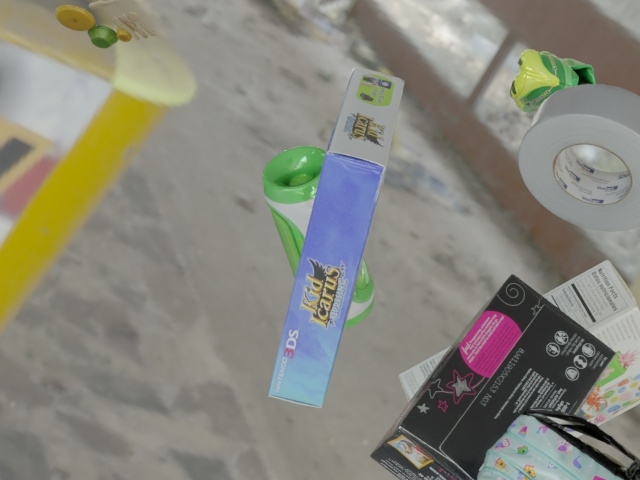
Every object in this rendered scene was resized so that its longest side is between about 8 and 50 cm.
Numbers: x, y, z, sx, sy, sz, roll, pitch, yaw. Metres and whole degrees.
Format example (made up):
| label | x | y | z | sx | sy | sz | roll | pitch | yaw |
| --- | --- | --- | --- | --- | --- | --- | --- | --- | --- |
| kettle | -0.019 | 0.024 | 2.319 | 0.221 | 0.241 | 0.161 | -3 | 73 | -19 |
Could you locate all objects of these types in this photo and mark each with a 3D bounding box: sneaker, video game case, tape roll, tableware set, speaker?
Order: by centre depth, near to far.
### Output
| label | x | y | z | sx | sy | sz | roll | pitch | yaw |
| --- | --- | --- | --- | --- | --- | --- | --- | --- | --- |
| video game case | 0.018 | -0.008 | 1.458 | 0.061 | 0.270 | 0.244 | 15 | 26 | 1 |
| tableware set | -0.265 | -0.272 | 1.644 | 0.154 | 0.104 | 0.024 | 39 | 51 | -44 |
| tape roll | 0.394 | -0.115 | 2.044 | 0.219 | 0.219 | 0.072 | 31 | 52 | -1 |
| speaker | 0.000 | 0.000 | 2.275 | 0.131 | 0.131 | 0.297 | 54 | -14 | 51 |
| sneaker | 0.385 | -0.247 | 2.360 | 0.123 | 0.109 | 0.295 | 20 | 11 | 13 |

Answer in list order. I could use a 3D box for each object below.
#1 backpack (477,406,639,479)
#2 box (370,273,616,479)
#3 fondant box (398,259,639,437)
| label | x | y | z | sx | sy | sz | roll | pitch | yaw |
| --- | --- | --- | --- | --- | --- | --- | --- | --- | --- |
| backpack | 0.252 | 0.254 | 1.467 | 0.182 | 0.115 | 0.152 | 34 | -20 | 25 |
| box | 0.203 | 0.196 | 1.703 | 0.163 | 0.247 | 0.142 | 38 | -25 | 4 |
| fondant box | 0.305 | 0.196 | 2.020 | 0.238 | 0.330 | 0.096 | 53 | 11 | -50 |
